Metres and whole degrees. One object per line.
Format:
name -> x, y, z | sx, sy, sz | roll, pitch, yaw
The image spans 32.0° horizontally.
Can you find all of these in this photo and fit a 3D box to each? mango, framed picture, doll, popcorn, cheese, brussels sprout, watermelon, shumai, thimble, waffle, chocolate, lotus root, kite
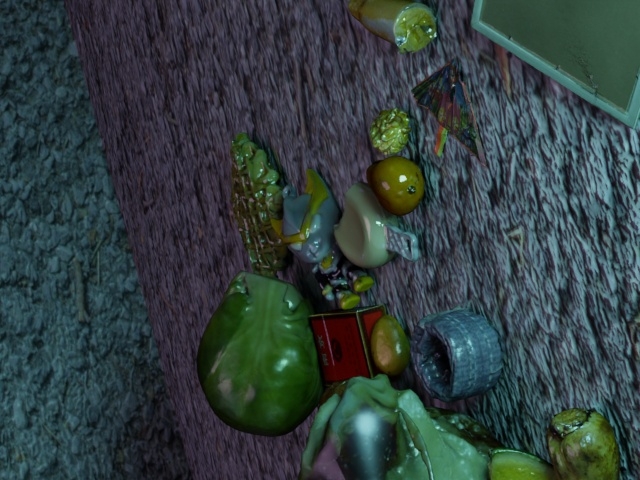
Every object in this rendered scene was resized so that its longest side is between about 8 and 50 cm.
mango -> 0.130, -0.097, 1.909 | 0.159, 0.084, 0.105 | -119, 4, -79
framed picture -> 0.310, -0.303, 1.390 | 0.296, 0.019, 0.232 | 42, 143, 33
doll -> -0.003, 0.003, 2.235 | 0.316, 0.103, 0.146 | 54, 144, 32
popcorn -> 0.120, -0.184, 1.892 | 0.083, 0.057, 0.082 | -5, 58, 54
cheese -> 0.105, 0.001, 2.023 | 0.249, 0.070, 0.163 | 51, 145, 45
brussels sprout -> -0.125, 0.240, 2.396 | 0.289, 0.281, 0.355 | 38, -126, -70
watermelon -> 0.332, 0.433, 1.651 | 0.123, 0.129, 0.301 | -12, 96, 69
shumai -> 0.106, 0.361, 1.726 | 0.395, 0.395, 0.348 | 49, 170, 48
mango -> 0.128, 0.194, 2.072 | 0.079, 0.057, 0.114 | -13, 83, 41
thimble -> 0.221, 0.186, 1.819 | 0.150, 0.097, 0.150 | 41, 138, 52
waffle -> -0.148, -0.076, 2.551 | 0.317, 0.073, 0.297 | 57, 150, 39
chocolate -> 0.109, -0.368, 1.831 | 0.219, 0.085, 0.086 | -137, 40, -58
lotus root -> 0.372, 0.324, 1.565 | 0.108, 0.094, 0.191 | -106, 2, -73
kite -> 0.204, -0.202, 1.769 | 0.241, 0.014, 0.183 | 55, 149, 39

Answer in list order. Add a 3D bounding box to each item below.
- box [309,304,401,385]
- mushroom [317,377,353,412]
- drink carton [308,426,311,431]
box -> 0.065, 0.210, 2.217 | 0.240, 0.074, 0.153 | -14, 94, 67
mushroom -> 0.082, 0.359, 2.097 | 0.194, 0.138, 0.231 | 29, 151, 32
drink carton -> 0.052, 0.415, 2.349 | 0.223, 0.071, 0.096 | -41, 63, 63
